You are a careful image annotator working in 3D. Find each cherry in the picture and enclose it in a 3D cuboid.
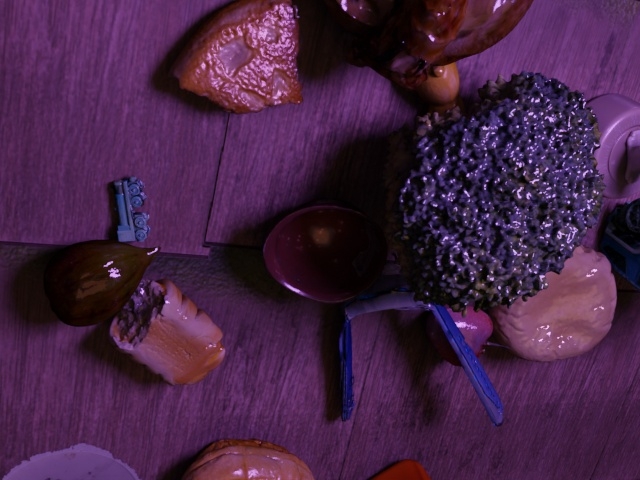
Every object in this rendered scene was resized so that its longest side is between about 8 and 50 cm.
[{"bbox_3d":[0.239,0.154,1.136,0.106,0.087,0.126,-40,103,-1],"label":"cherry"}]

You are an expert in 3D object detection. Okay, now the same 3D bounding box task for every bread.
[{"bbox_3d":[-0.216,0.132,0.937,0.119,0.084,0.177,-41,122,0],"label":"bread"},{"bbox_3d":[-0.124,0.420,1.082,0.236,0.120,0.198,20,105,-29],"label":"bread"}]

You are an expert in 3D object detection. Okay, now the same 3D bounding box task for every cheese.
[{"bbox_3d":[0.406,0.103,1.169,0.226,0.117,0.214,-8,109,-14],"label":"cheese"}]

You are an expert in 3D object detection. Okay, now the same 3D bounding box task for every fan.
[{"bbox_3d":[-0.355,0.486,1.076,0.233,0.012,0.414,-33,118,-5],"label":"fan"}]

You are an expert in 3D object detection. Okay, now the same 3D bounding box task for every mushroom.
[{"bbox_3d":[0.125,-0.325,0.814,0.263,0.195,0.283,31,82,-22],"label":"mushroom"}]

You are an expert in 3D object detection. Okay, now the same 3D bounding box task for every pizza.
[{"bbox_3d":[-0.083,-0.230,0.854,0.161,0.062,0.182,39,89,-24],"label":"pizza"}]

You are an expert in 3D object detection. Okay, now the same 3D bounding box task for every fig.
[{"bbox_3d":[-0.280,0.045,0.869,0.155,0.103,0.109,-21,156,-25],"label":"fig"}]

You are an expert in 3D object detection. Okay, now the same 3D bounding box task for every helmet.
[{"bbox_3d":[0.000,0.000,0.958,0.175,0.106,0.155,-2,118,-10],"label":"helmet"}]

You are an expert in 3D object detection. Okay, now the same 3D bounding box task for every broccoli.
[{"bbox_3d":[0.210,-0.085,0.907,0.249,0.302,0.375,38,76,-30],"label":"broccoli"}]

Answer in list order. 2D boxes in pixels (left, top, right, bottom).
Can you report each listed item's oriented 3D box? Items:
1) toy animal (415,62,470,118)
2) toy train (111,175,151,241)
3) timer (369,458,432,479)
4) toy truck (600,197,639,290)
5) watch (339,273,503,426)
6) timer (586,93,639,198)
[{"bbox_3d":[0.182,-0.202,0.964,0.070,0.083,0.159,-34,130,3],"label":"toy animal"},{"bbox_3d":[-0.252,-0.041,0.882,0.045,0.029,0.092,-4,111,-4],"label":"toy train"},{"bbox_3d":[0.138,0.570,1.239,0.250,0.161,0.257,-32,121,2],"label":"timer"},{"bbox_3d":[0.624,0.031,1.130,0.155,0.279,0.156,1,121,-23],"label":"toy truck"},{"bbox_3d":[0.164,0.184,1.071,0.276,0.068,0.274,-1,114,6],"label":"watch"},{"bbox_3d":[0.524,-0.118,1.029,0.175,0.266,0.175,-8,115,-19],"label":"timer"}]
